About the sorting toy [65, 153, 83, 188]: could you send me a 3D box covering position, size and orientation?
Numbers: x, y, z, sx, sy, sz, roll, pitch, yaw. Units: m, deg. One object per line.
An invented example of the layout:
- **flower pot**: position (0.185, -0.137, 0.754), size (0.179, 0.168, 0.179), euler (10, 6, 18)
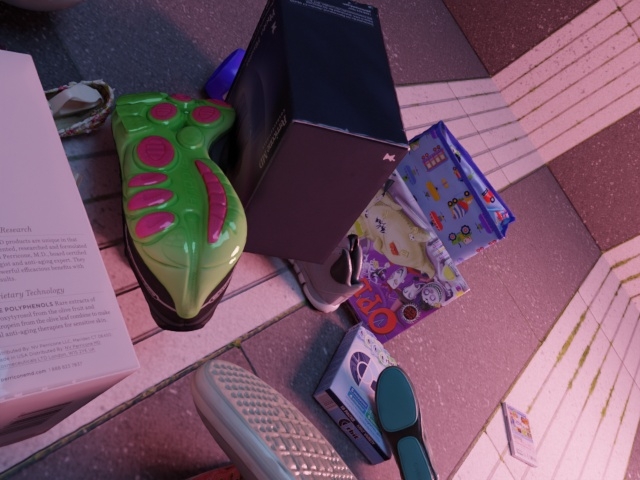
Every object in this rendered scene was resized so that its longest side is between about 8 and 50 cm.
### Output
- **sorting toy**: position (-0.344, -0.086, 0.918), size (0.062, 0.012, 0.083), euler (30, 61, -29)

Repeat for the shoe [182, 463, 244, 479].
- **shoe**: position (-0.106, 0.298, 0.848), size (0.178, 0.081, 0.063), euler (-6, 67, -54)

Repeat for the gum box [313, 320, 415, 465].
- **gum box**: position (0.078, 0.249, 1.169), size (0.157, 0.041, 0.184), euler (51, 34, -11)

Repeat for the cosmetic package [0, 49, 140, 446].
- **cosmetic package**: position (-0.342, 0.006, 0.692), size (0.155, 0.197, 0.365), euler (-5, 65, -53)

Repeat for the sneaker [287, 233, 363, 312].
- **sneaker**: position (0.000, 0.000, 1.199), size (0.228, 0.132, 0.086), euler (57, 33, 1)

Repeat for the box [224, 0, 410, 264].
- **box**: position (-0.030, -0.170, 1.066), size (0.183, 0.296, 0.294), euler (9, 52, -23)

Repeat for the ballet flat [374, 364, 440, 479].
- **ballet flat**: position (0.135, 0.306, 1.112), size (0.068, 0.072, 0.213), euler (55, 19, -67)

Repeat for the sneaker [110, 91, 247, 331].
- **sneaker**: position (-0.207, -0.064, 0.976), size (0.185, 0.202, 0.483), euler (6, 34, -13)

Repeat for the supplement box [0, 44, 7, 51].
- **supplement box**: position (-0.505, -0.239, 0.805), size (0.239, 0.073, 0.130), euler (35, 39, -28)

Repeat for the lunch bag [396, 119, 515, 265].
- **lunch bag**: position (0.232, -0.092, 1.499), size (0.293, 0.221, 0.138), euler (55, 32, -2)

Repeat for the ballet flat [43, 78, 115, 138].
- **ballet flat**: position (-0.364, -0.172, 0.927), size (0.091, 0.077, 0.241), euler (53, 33, -6)

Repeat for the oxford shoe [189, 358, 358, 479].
- **oxford shoe**: position (-0.007, 0.323, 0.788), size (0.449, 0.130, 0.169), euler (51, 11, -12)

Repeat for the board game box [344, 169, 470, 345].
- **board game box**: position (0.097, -0.004, 1.290), size (0.347, 0.208, 0.056), euler (58, -7, 4)

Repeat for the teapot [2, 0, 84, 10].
- **teapot**: position (-0.435, -0.428, 0.970), size (0.256, 0.187, 0.252), euler (-47, 130, -73)

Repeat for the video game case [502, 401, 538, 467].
- **video game case**: position (0.428, 0.416, 1.507), size (0.087, 0.011, 0.122), euler (32, 40, -31)

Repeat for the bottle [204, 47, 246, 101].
- **bottle**: position (-0.084, -0.225, 1.321), size (0.283, 0.092, 0.118), euler (44, 37, -19)
